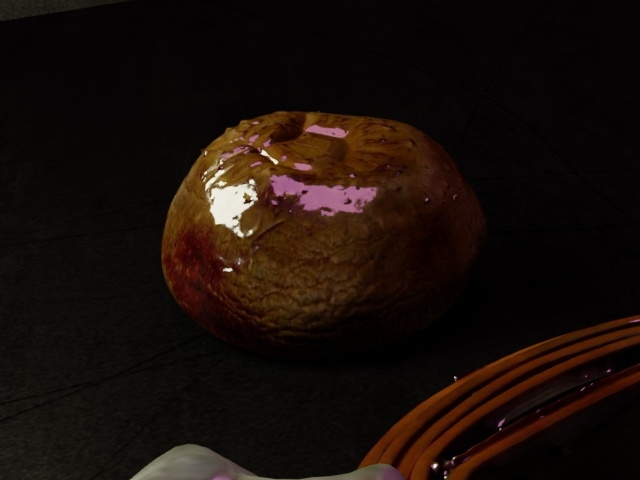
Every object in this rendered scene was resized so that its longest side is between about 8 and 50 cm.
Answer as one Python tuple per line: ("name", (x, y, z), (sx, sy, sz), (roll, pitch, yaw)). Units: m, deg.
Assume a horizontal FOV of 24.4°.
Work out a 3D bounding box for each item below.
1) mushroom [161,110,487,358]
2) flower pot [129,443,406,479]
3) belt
("mushroom", (-0.002, -0.014, 1.024), (0.231, 0.138, 0.194), (-6, 20, 7))
("flower pot", (0.075, 0.190, 0.278), (0.367, 0.254, 0.164), (6, 24, 30))
("belt", (0.131, 0.119, 0.660), (0.261, 0.105, 0.184), (-19, 24, -28))
